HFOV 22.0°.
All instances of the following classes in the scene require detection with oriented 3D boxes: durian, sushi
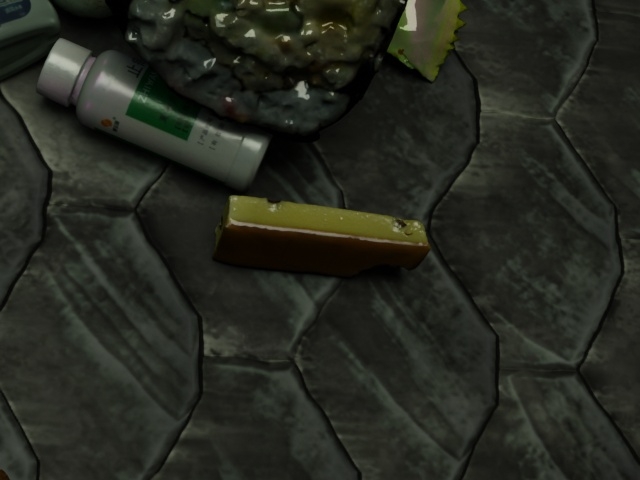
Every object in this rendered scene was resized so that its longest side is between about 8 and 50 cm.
[{"bbox_3d":[0.033,-0.357,1.951,0.355,0.157,0.169,33,71,2],"label":"durian"},{"bbox_3d":[-0.066,-0.318,1.761,0.328,0.328,0.285,12,32,-18],"label":"sushi"}]

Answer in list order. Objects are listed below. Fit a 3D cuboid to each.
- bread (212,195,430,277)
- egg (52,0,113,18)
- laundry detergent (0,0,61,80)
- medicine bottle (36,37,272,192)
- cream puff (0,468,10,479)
[{"bbox_3d":[0.000,0.000,1.792,0.226,0.088,0.049,8,58,-12],"label":"bread"},{"bbox_3d":[-0.245,-0.324,1.872,0.164,0.131,0.131,-37,77,-30],"label":"egg"},{"bbox_3d":[-0.437,-0.298,1.826,0.215,0.105,0.280,-27,71,-24],"label":"laundry detergent"},{"bbox_3d":[-0.182,-0.141,1.814,0.260,0.095,0.095,22,60,-3],"label":"medicine bottle"},{"bbox_3d":[-0.393,0.291,1.499,0.241,0.155,0.269,22,58,-3],"label":"cream puff"}]
